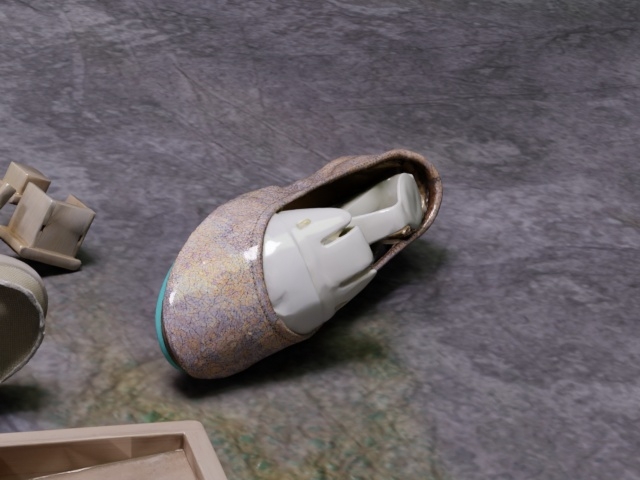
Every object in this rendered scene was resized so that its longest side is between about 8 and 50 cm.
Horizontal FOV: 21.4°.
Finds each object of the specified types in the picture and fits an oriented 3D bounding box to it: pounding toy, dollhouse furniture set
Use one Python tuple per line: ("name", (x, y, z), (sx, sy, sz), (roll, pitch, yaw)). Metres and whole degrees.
("pounding toy", (-0.071, 0.185, 0.827), (0.181, 0.094, 0.206), (-2, 29, -20))
("dollhouse furniture set", (-0.283, -0.029, 1.219), (0.161, 0.101, 0.182), (18, 14, -46))

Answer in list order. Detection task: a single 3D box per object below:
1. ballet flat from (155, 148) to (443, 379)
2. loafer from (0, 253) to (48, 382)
("ballet flat", (0.000, 0.000, 1.176), (0.106, 0.107, 0.316), (-12, 16, 30))
("loafer", (-0.269, 0.085, 0.965), (0.268, 0.102, 0.092), (-20, 40, -29))
